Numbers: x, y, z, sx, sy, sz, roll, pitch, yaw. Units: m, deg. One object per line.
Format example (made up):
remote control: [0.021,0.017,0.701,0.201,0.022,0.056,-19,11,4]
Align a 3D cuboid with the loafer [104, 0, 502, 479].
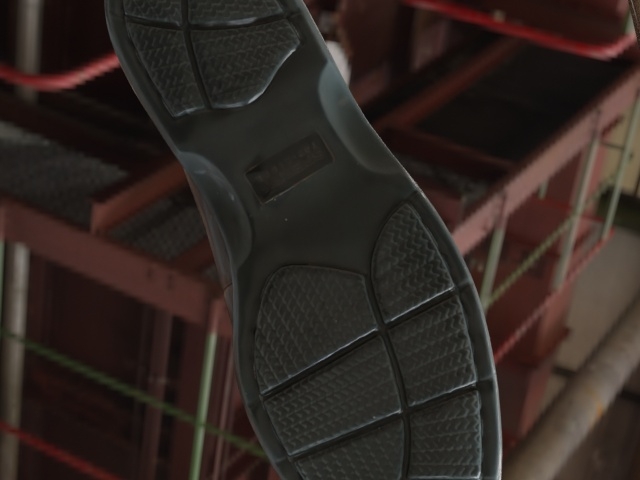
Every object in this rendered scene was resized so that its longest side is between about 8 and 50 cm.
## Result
loafer: [0.000,0.000,0.623,0.096,0.268,0.084,-23,174,3]

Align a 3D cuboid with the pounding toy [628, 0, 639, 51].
pounding toy: [0.111,-0.096,0.393,0.141,0.130,0.100,-13,178,4]
